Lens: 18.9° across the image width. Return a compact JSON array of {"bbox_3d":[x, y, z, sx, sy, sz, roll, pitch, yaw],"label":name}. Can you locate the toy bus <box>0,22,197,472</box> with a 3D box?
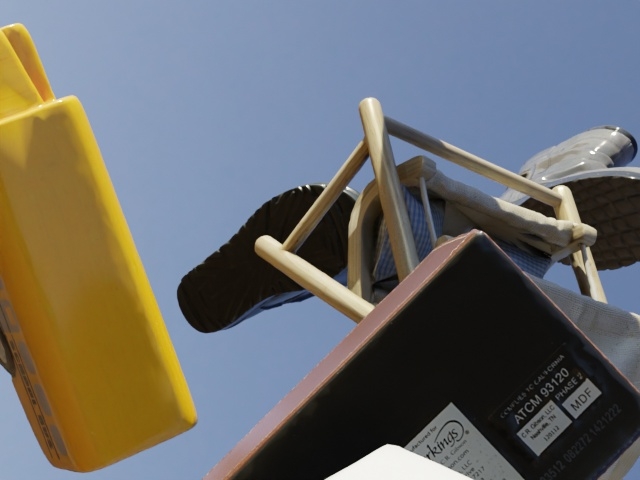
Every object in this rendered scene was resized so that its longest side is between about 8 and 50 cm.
[{"bbox_3d":[-0.209,0.003,1.456,0.130,0.108,0.332,-7,-76,68],"label":"toy bus"}]

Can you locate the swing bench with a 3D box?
[{"bbox_3d":[0.126,0.054,1.525,0.165,0.253,0.254,-53,-138,20],"label":"swing bench"}]

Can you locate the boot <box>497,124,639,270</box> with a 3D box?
[{"bbox_3d":[0.301,-0.063,2.155,0.338,0.223,0.118,-12,-65,47],"label":"boot"}]

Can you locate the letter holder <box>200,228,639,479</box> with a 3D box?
[{"bbox_3d":[0.027,0.154,1.178,0.152,0.302,0.214,46,-5,-2],"label":"letter holder"}]

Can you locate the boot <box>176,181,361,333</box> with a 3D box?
[{"bbox_3d":[0.000,0.000,1.877,0.246,0.207,0.094,-33,-96,36],"label":"boot"}]

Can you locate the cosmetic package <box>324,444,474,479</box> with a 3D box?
[{"bbox_3d":[-0.008,0.351,0.906,0.161,0.230,0.453,23,-70,24],"label":"cosmetic package"}]
